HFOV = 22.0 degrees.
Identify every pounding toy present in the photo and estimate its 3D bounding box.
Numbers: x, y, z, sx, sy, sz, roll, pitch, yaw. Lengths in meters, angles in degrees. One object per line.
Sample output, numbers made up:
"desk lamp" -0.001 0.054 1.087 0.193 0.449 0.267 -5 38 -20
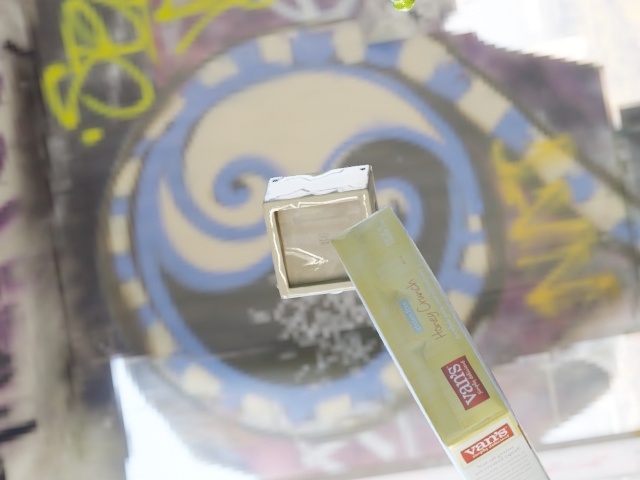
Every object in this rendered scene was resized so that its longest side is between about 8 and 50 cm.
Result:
"pounding toy" 0.000 0.000 1.735 0.100 0.130 0.141 -78 -21 -66

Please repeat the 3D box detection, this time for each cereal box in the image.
"cereal box" 0.094 0.110 0.998 0.173 0.047 0.240 61 -179 41

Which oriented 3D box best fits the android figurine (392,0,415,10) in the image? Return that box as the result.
"android figurine" 0.047 -0.305 1.279 0.056 0.248 0.273 -90 -21 -55
